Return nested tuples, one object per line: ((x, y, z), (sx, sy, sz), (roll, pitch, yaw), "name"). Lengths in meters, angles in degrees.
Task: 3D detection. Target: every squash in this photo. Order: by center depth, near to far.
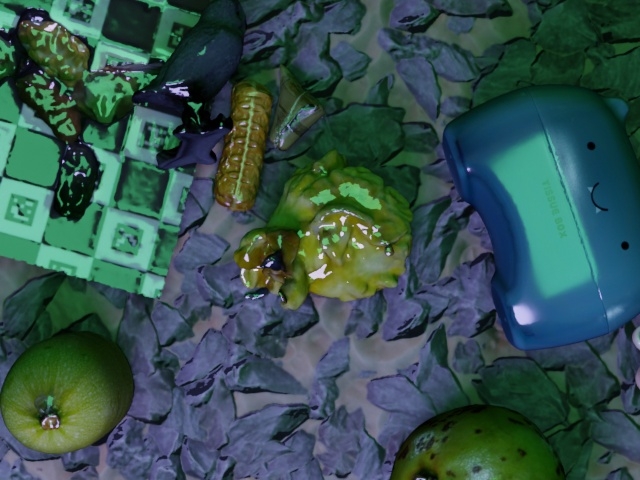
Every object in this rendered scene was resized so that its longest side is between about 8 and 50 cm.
((-0.284, 0.167, 1.752), (0.132, 0.247, 0.132), (0, 88, 0), "squash")

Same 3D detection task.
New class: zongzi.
((-0.046, -0.156, 1.874), (0.076, 0.040, 0.083), (-44, 75, 4), "zongzi")

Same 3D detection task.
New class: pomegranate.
((0.191, 0.295, 1.776), (0.263, 0.211, 0.211), (28, 86, -39), "pomegranate")

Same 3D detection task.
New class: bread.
((-0.090, -0.111, 1.866), (0.052, 0.044, 0.157), (9, 86, 9), "bread")

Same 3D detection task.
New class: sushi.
((-0.308, -0.145, 1.858), (0.343, 0.064, 0.359), (16, 82, -9), "sushi")

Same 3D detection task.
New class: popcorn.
((0.008, 0.006, 1.814), (0.195, 0.173, 0.168), (-48, 109, -11), "popcorn")

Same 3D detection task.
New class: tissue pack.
((0.269, -0.030, 1.777), (0.206, 0.198, 0.287), (-17, 85, 0), "tissue pack")

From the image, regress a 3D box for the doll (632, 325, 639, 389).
((0.494, 0.119, 1.809), (0.278, 0.119, 0.154), (-3, 73, -5), "doll")

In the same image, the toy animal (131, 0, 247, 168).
((-0.151, -0.196, 1.823), (0.117, 0.121, 0.210), (9, 69, -5), "toy animal")
